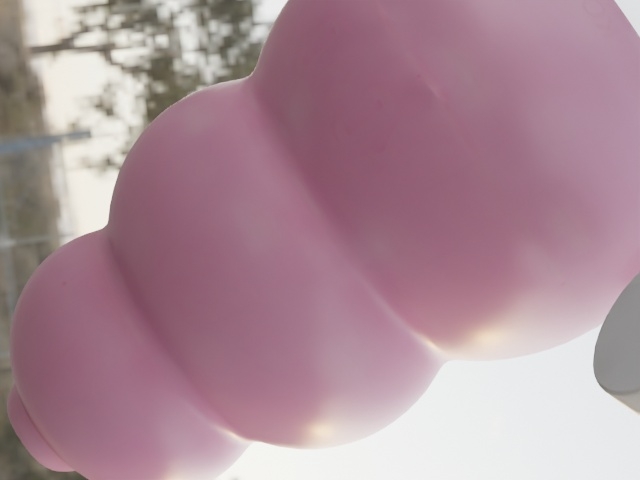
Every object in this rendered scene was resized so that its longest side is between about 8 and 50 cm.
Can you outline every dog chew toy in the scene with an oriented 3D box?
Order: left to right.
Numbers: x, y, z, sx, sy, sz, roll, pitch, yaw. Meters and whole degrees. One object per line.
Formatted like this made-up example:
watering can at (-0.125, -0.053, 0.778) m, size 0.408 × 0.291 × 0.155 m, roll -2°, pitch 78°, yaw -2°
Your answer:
dog chew toy at (0.000, 0.000, 0.739) m, size 0.206 × 0.332 × 0.206 m, roll 54°, pitch 8°, yaw -11°

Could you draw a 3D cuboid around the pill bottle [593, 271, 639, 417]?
pill bottle at (0.175, 0.067, 0.576) m, size 0.086 × 0.152 × 0.086 m, roll -47°, pitch -160°, yaw 23°
